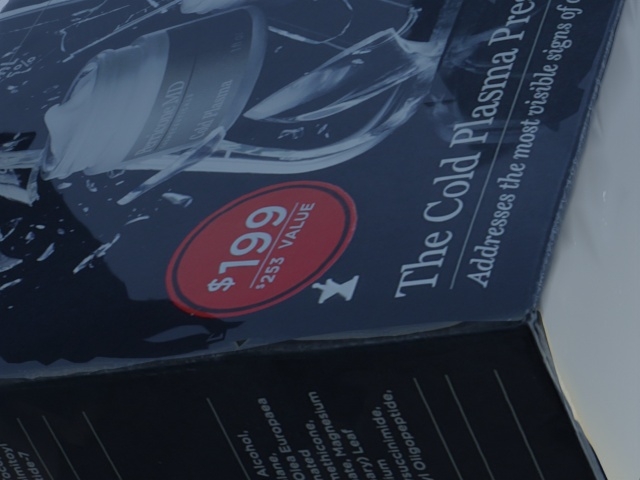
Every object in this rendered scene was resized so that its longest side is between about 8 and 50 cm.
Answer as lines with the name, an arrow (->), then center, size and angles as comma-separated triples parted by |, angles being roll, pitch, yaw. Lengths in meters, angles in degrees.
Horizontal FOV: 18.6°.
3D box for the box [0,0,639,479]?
box -> 0.000, 0.000, 0.783 | 0.312, 0.343, 0.179 | -9, -54, 26
